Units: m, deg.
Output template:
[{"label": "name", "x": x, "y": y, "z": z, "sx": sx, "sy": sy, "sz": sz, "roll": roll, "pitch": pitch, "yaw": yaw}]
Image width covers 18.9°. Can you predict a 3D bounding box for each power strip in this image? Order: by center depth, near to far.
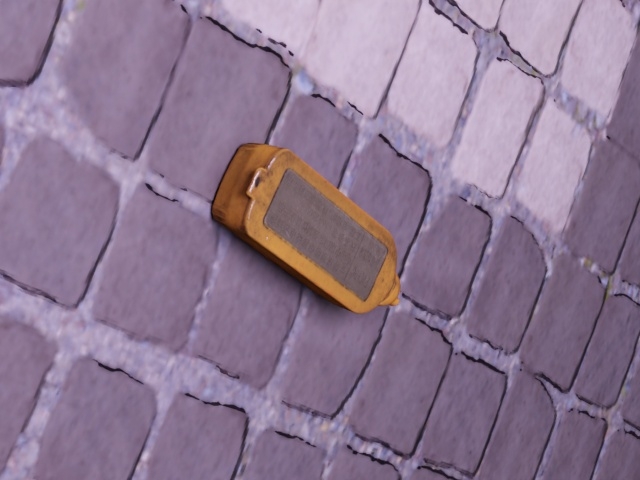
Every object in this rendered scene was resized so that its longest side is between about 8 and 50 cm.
[{"label": "power strip", "x": 0.000, "y": 0.000, "z": 1.024, "sx": 0.178, "sy": 0.028, "sz": 0.049, "roll": 37, "pitch": 73, "yaw": -53}]
